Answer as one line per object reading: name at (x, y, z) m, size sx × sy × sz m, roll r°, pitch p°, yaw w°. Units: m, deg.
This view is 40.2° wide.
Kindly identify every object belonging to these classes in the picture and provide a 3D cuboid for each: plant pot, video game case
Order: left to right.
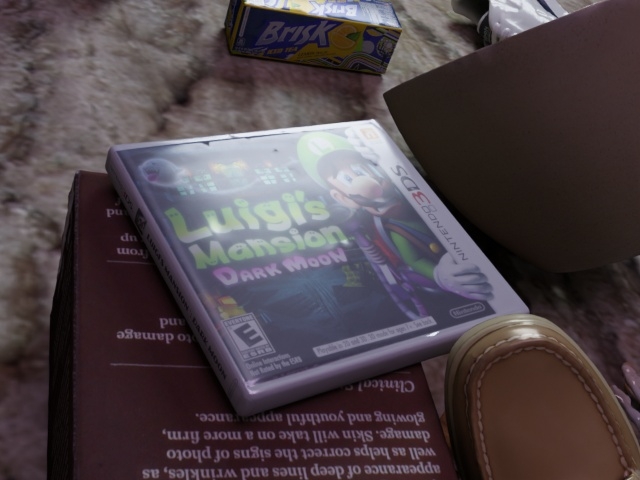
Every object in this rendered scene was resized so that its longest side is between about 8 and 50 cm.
video game case at (0.000, 0.000, 0.489) m, size 0.190 × 0.022 × 0.173 m, roll -11°, pitch 52°, yaw -34°
plant pot at (0.217, -0.084, 0.728) m, size 0.284 × 0.284 × 0.191 m, roll -26°, pitch 98°, yaw -40°

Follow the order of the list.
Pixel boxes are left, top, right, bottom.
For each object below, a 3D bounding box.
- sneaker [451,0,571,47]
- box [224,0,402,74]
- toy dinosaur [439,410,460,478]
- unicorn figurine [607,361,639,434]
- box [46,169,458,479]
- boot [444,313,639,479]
sneaker at (0.243, -0.221, 0.996) m, size 0.094 × 0.090 × 0.235 m, roll -18°, pitch 51°, yaw -21°
box at (-0.008, -0.216, 0.882) m, size 0.168 × 0.059 × 0.054 m, roll 4°, pitch 44°, yaw -21°
toy dinosaur at (0.121, 0.120, 0.592) m, size 0.112 × 0.064 × 0.211 m, roll 43°, pitch 45°, yaw 22°
unicorn figurine at (0.253, 0.141, 0.630) m, size 0.161 × 0.060 × 0.111 m, roll -14°, pitch 53°, yaw -34°
box at (-0.036, 0.146, 0.440) m, size 0.191 × 0.143 × 0.382 m, roll 6°, pitch 43°, yaw -20°
boot at (0.130, 0.172, 0.377) m, size 0.095 × 0.262 × 0.203 m, roll -17°, pitch 7°, yaw 5°
